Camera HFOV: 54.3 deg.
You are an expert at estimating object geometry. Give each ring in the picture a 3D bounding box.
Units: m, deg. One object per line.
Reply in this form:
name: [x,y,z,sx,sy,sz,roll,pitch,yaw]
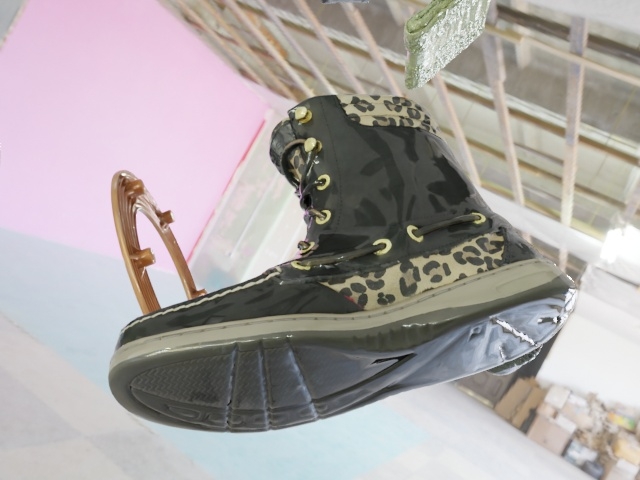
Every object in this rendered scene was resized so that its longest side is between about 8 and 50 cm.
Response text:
ring: [-0.203,0.056,0.870,0.336,0.032,0.337,160,-90,-88]

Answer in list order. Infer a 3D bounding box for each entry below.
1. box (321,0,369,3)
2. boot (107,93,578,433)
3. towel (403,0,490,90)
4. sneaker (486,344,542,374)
box: [0.042,-0.459,0.652,0.073,0.296,0.293,-4,-9,-15]
boot: [0.000,0.000,0.568,0.138,0.377,0.284,89,-14,-48]
towel: [0.148,-0.248,0.718,0.027,0.148,0.110,40,-15,22]
sneaker: [0.250,0.134,0.946,0.109,0.130,0.286,41,22,0]
